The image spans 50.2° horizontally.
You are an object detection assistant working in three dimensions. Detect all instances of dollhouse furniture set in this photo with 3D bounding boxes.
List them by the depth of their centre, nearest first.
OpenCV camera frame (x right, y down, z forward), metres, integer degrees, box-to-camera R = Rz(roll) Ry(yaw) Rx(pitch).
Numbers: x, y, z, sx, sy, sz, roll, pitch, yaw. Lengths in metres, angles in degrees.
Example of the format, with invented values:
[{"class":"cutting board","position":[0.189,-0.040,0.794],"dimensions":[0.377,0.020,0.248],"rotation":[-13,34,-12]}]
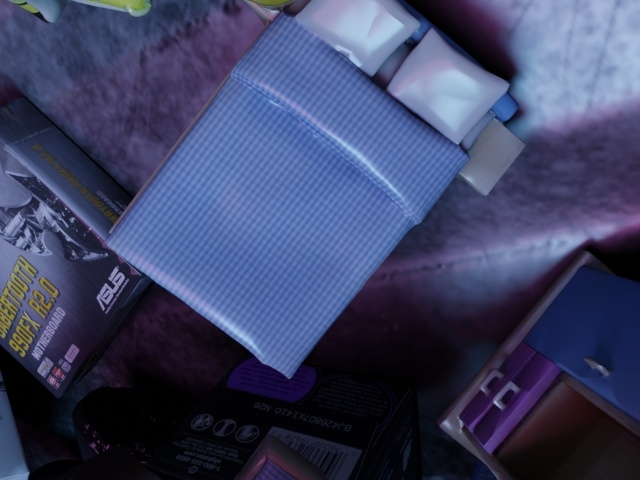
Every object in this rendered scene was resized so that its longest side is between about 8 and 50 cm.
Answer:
[{"class":"dollhouse furniture set","position":[0.008,0.038,0.307],"dimensions":[0.303,0.198,0.286],"rotation":[39,92,-5]}]

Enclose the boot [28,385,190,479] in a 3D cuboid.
[{"class":"boot","position":[-0.218,0.228,0.696],"dimensions":[0.246,0.094,0.207],"rotation":[12,124,20]}]

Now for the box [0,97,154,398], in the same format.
[{"class":"box","position":[-0.250,0.018,0.613],"dimensions":[0.183,0.056,0.231],"rotation":[43,129,-1]}]

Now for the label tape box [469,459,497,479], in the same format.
[{"class":"label tape box","position":[0.119,0.271,0.443],"dimensions":[0.106,0.240,0.334],"rotation":[9,121,26]}]

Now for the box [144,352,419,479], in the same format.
[{"class":"box","position":[-0.013,0.252,0.566],"dimensions":[0.165,0.143,0.270],"rotation":[7,121,26]}]

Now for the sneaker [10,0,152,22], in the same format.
[{"class":"sneaker","position":[-0.093,-0.198,0.329],"dimensions":[0.384,0.145,0.147],"rotation":[15,152,47]}]

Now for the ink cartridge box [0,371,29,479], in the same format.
[{"class":"ink cartridge box","position":[-0.382,0.209,0.733],"dimensions":[0.191,0.082,0.140],"rotation":[55,136,29]}]

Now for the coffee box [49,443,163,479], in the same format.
[{"class":"coffee box","position":[-0.113,0.238,0.363],"dimensions":[0.297,0.168,0.119],"rotation":[4,114,54]}]
